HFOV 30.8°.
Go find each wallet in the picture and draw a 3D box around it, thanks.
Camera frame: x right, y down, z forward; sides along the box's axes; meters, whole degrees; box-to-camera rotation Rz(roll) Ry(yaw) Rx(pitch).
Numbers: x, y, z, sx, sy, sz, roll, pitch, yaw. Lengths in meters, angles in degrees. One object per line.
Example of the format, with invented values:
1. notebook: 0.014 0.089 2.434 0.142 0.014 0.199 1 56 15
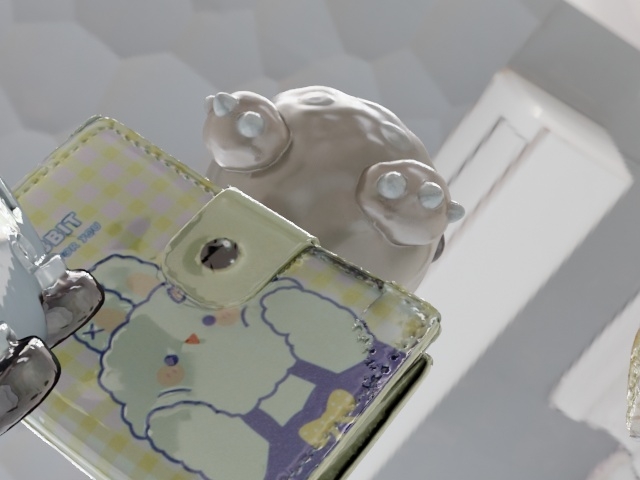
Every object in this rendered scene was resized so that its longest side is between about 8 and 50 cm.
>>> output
1. wallet: -0.100 0.058 0.752 0.223 0.310 0.077 -44 149 -29

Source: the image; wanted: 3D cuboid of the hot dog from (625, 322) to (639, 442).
1. hot dog: 0.419 0.135 1.360 0.075 0.144 0.267 31 -44 39

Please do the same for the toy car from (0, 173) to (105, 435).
1. toy car: -0.245 0.029 0.542 0.212 0.180 0.270 -31 -168 5

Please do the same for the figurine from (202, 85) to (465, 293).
1. figurine: 0.000 0.000 1.119 0.203 0.248 0.380 -57 167 -20
